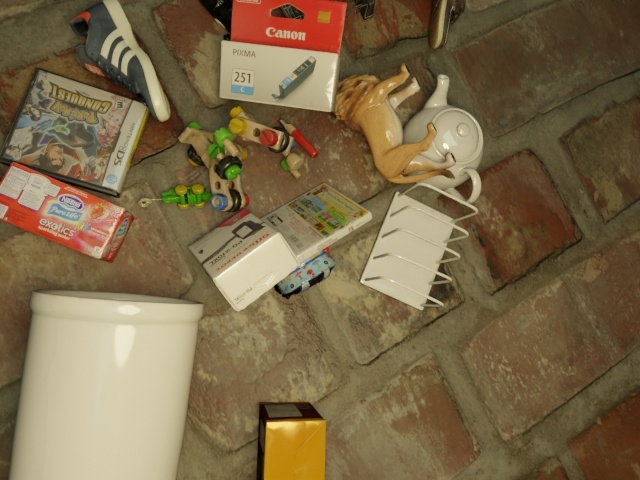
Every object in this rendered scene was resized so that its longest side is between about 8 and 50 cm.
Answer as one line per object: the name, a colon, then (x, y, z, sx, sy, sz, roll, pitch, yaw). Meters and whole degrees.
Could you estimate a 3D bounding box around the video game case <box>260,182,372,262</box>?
video game case: (-0.018, -0.052, 1.096, 0.206, 0.227, 0.026, -31, 126, -14)

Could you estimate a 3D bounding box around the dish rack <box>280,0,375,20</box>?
dish rack: (0.006, -0.697, 1.249, 0.272, 0.074, 0.208, -26, 87, -12)

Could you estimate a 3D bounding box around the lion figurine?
lion figurine: (0.165, -0.278, 1.132, 0.240, 0.142, 0.392, -27, 71, 26)

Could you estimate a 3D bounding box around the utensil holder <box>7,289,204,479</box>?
utensil holder: (-0.425, 0.305, 0.903, 0.328, 0.327, 0.385, 6, 84, -11)

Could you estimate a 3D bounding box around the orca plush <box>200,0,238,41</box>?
orca plush: (-0.226, -0.632, 1.172, 0.151, 0.102, 0.287, -40, 92, -14)

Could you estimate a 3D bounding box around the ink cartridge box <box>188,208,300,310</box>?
ink cartridge box: (-0.182, 0.035, 1.020, 0.172, 0.237, 0.100, -37, 120, -14)

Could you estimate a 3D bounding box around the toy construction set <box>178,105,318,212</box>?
toy construction set: (-0.189, -0.242, 1.089, 0.309, 0.257, 0.237, -27, 69, -40)

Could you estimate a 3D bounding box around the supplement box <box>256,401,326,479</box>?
supplement box: (-0.073, 0.486, 1.013, 0.129, 0.194, 0.191, 3, 82, -12)

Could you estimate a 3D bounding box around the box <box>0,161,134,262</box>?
box: (-0.581, -0.057, 1.012, 0.257, 0.122, 0.128, 23, 79, -8)

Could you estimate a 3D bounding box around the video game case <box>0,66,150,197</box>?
video game case: (-0.591, -0.261, 1.082, 0.275, 0.035, 0.248, 17, 80, -10)

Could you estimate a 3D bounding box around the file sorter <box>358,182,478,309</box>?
file sorter: (0.257, 0.019, 1.156, 0.193, 0.173, 0.277, 25, 79, -7)

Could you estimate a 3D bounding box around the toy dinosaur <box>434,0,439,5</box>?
toy dinosaur: (0.310, -0.794, 1.198, 0.322, 0.164, 0.218, -37, 77, -13)

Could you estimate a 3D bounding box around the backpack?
backpack: (-0.047, 0.064, 1.084, 0.158, 0.173, 0.116, -29, 90, -13)

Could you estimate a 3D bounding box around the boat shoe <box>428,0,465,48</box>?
boat shoe: (0.382, -0.695, 1.312, 0.092, 0.103, 0.285, 11, 75, -6)

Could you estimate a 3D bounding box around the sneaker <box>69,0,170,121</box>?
sneaker: (-0.489, -0.416, 1.075, 0.148, 0.131, 0.350, -28, 75, -13)

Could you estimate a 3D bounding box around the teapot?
teapot: (0.346, -0.260, 1.203, 0.256, 0.187, 0.252, 32, 78, -7)

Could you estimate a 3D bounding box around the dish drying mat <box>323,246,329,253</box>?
dish drying mat: (0.000, 0.000, 1.188, 0.032, 0.008, 0.083, -15, 85, -14)

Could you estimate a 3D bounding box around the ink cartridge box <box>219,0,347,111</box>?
ink cartridge box: (-0.097, -0.472, 1.107, 0.296, 0.066, 0.261, 9, 108, 6)

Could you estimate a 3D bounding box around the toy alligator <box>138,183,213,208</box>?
toy alligator: (-0.352, -0.114, 1.108, 0.190, 0.056, 0.051, -5, 44, -13)
